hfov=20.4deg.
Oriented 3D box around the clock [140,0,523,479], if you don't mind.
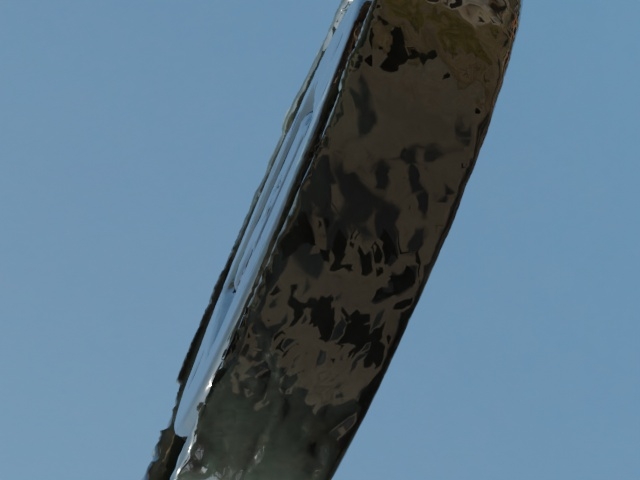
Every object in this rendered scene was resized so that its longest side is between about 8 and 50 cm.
[{"bbox_3d":[0.000,0.000,0.704,0.055,0.280,0.280,23,-107,-5],"label":"clock"}]
